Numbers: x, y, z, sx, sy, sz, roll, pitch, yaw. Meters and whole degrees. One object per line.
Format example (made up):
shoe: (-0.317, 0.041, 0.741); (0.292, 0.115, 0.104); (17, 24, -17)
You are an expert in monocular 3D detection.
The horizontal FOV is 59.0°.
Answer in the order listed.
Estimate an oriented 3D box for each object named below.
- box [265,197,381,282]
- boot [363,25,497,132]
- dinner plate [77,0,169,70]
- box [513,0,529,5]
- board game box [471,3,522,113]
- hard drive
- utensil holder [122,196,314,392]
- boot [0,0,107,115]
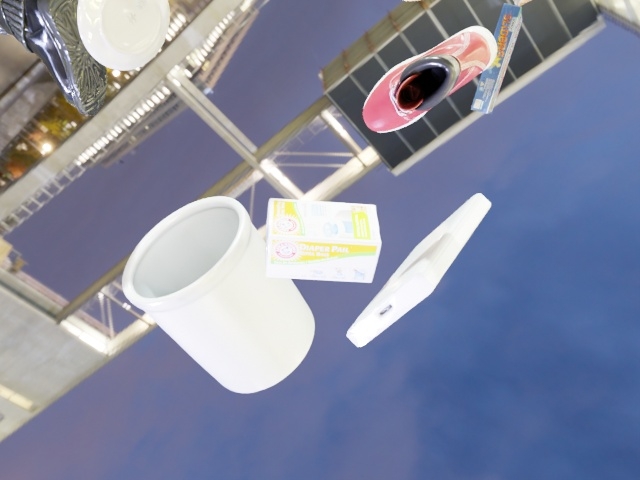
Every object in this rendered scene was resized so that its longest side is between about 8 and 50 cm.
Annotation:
box: (0.000, 0.000, 1.050); (0.114, 0.203, 0.103); (-92, -172, -48)
boot: (0.118, -0.208, 0.820); (0.244, 0.088, 0.176); (-26, -169, 50)
dinner plate: (-0.257, -0.298, 0.760); (0.017, 0.141, 0.141); (28, -106, 29)
box: (0.360, -0.447, 0.625); (0.345, 0.168, 0.215); (-27, -178, 13)
board game box: (0.358, -0.359, 1.144); (0.136, 0.035, 0.201); (-31, 137, -66)
hard drive: (0.179, 0.046, 0.992); (0.203, 0.040, 0.307); (-48, 176, 41)
utensil holder: (-0.232, 0.143, 1.381); (0.327, 0.385, 0.328); (-19, -142, 16)
boot: (-0.682, -0.478, 1.374); (0.260, 0.348, 0.131); (12, -133, 12)
